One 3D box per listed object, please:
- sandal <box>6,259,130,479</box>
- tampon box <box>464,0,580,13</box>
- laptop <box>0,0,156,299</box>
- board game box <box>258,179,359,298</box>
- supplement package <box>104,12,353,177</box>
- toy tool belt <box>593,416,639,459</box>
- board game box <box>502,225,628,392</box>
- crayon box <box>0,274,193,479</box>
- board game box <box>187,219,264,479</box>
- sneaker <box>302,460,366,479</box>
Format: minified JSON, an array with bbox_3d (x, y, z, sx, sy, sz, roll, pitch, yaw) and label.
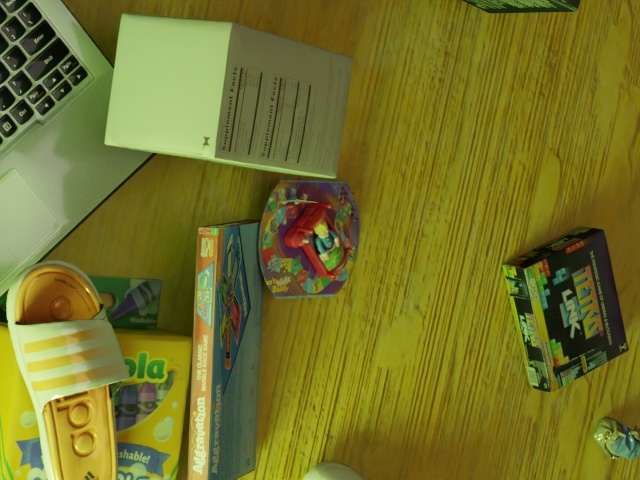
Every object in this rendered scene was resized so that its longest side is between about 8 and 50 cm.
[{"bbox_3d":[-0.229,0.147,1.700,0.102,0.076,0.265,-19,106,-32],"label":"sandal"},{"bbox_3d":[0.224,-0.334,2.009,0.101,0.161,0.120,19,85,-35],"label":"tampon box"},{"bbox_3d":[-0.342,-0.128,1.586,0.382,0.236,0.408,-45,112,-22],"label":"laptop"},{"bbox_3d":[0.000,0.000,1.948,0.169,0.033,0.133,0,96,-48],"label":"board game box"},{"bbox_3d":[-0.089,-0.144,1.773,0.244,0.139,0.134,6,93,-61],"label":"supplement package"},{"bbox_3d":[0.398,0.265,2.273,0.083,0.051,0.052,35,76,-33],"label":"toy tool belt"},{"bbox_3d":[0.310,0.086,2.191,0.141,0.048,0.170,-25,109,-29],"label":"board game box"},{"bbox_3d":[-0.247,0.198,1.792,0.203,0.083,0.323,5,92,-36],"label":"crayon box"},{"bbox_3d":[-0.100,0.121,1.873,0.145,0.027,0.281,-12,105,-72],"label":"board game box"},{"bbox_3d":[0.066,0.332,2.021,0.212,0.094,0.080,46,72,-30],"label":"sneaker"}]
